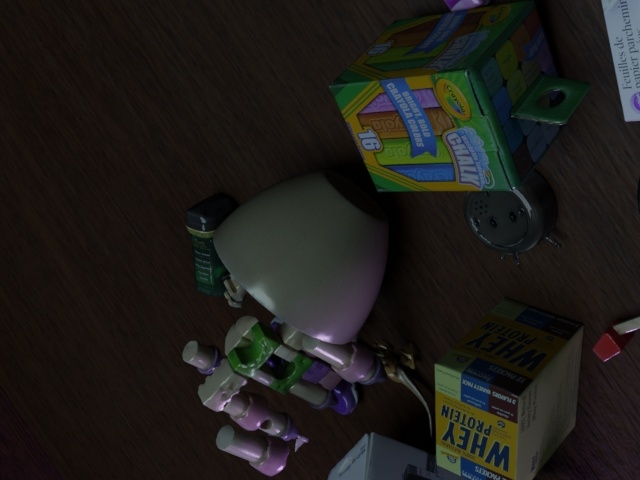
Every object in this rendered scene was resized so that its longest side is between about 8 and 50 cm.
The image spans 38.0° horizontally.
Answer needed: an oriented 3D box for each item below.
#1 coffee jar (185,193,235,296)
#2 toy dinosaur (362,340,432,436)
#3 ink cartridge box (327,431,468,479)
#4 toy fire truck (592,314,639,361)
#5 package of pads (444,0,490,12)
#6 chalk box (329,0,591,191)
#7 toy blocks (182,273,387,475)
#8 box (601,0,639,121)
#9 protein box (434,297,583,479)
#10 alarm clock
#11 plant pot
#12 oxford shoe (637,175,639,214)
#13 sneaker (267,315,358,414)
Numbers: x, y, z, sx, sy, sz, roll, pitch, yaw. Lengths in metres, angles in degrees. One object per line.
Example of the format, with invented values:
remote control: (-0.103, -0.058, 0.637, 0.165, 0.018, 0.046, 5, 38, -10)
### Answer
coffee jar: (-0.202, 0.009, 1.778, 0.079, 0.096, 0.184, 17, 127, 32)
toy dinosaur: (0.143, 0.233, 1.638, 0.211, 0.064, 0.112, 42, 155, 29)
ink cartridge box: (0.162, 0.463, 1.625, 0.272, 0.114, 0.197, 23, 138, -9)
toy fire truck: (0.476, 0.137, 1.254, 0.135, 0.047, 0.192, 48, 138, 10)
package of pads: (0.183, -0.336, 1.234, 0.083, 0.032, 0.050, 56, 139, 0)
chalk box: (0.194, -0.182, 1.193, 0.289, 0.180, 0.179, 1, 129, 43)
toy blocks: (-0.046, 0.223, 1.646, 0.288, 0.260, 0.309, -49, 40, 10)
box: (0.360, -0.300, 1.066, 0.063, 0.067, 0.324, 1, 115, 44)
protein box: (0.280, 0.232, 1.384, 0.136, 0.201, 0.200, 18, 127, 35)
alarm clock: (0.258, -0.061, 1.325, 0.129, 0.064, 0.192, -17, 100, 48)
plant pot: (0.000, 0.000, 1.485, 0.284, 0.284, 0.191, 43, 106, 14)
oxford shoe: (0.447, -0.076, 1.114, 0.227, 0.096, 0.083, 96, 168, -60)
sneaker: (-0.034, 0.253, 1.773, 0.236, 0.104, 0.095, 43, 136, 12)
